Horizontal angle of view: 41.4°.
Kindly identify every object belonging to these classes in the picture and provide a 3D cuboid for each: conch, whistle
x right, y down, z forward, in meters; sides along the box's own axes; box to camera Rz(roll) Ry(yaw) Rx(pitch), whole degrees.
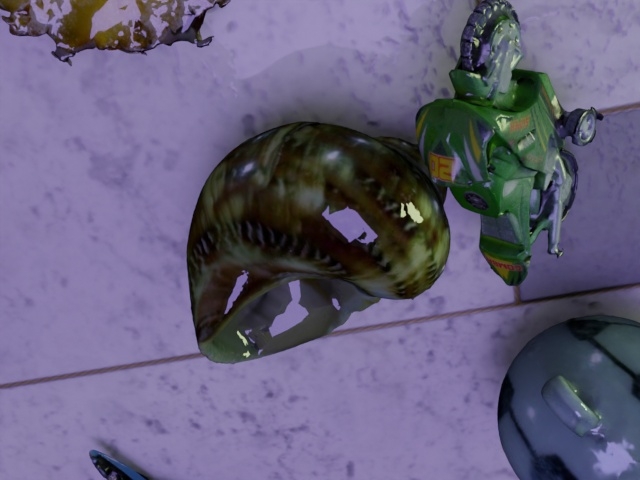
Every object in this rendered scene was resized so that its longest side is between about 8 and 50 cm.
[{"bbox_3d":[0.000,-0.003,0.572,0.182,0.124,0.187,-5,149,-7],"label":"conch"},{"bbox_3d":[0.224,0.141,0.649,0.163,0.163,0.290,-32,150,19],"label":"whistle"}]

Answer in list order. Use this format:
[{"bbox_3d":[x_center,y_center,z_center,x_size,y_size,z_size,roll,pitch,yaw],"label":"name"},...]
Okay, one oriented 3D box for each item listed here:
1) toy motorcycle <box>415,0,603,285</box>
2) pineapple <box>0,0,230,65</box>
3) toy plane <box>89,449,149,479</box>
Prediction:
[{"bbox_3d":[0.115,-0.054,0.525,0.106,0.074,0.190,-56,138,-16],"label":"toy motorcycle"},{"bbox_3d":[-0.138,-0.206,0.498,0.221,0.047,0.221,0,118,0],"label":"pineapple"},{"bbox_3d":[-0.124,0.278,0.763,0.169,0.078,0.246,-32,115,20],"label":"toy plane"}]
